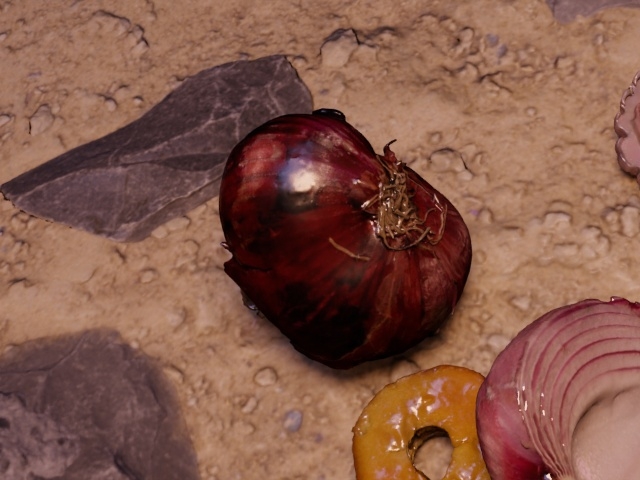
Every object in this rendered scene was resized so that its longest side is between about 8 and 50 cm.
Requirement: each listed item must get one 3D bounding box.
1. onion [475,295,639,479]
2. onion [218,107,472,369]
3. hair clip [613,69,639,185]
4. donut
[{"bbox_3d":[0.248,0.160,1.111,0.283,0.227,0.120,-29,3,-39],"label":"onion"},{"bbox_3d":[0.012,-0.004,1.221,0.281,0.281,0.221,8,59,24],"label":"onion"},{"bbox_3d":[0.451,-0.134,1.264,0.300,0.069,0.173,-13,54,24],"label":"hair clip"},{"bbox_3d":[0.113,0.211,1.176,0.162,0.065,0.178,-13,57,18],"label":"donut"}]
